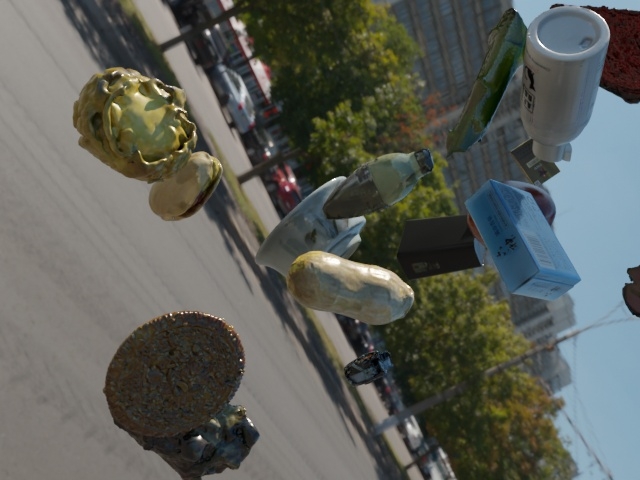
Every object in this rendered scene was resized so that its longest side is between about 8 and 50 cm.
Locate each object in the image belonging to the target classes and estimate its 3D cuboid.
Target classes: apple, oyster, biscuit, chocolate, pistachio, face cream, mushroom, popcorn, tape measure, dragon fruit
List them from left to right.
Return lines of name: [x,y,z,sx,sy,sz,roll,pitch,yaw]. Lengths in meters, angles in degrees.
popcorn: [-0.366,-0.234,1.394,0.250,0.190,0.250,25,54,-40]
biscuit: [-0.293,0.281,1.427,0.038,0.305,0.305,41,-19,54]
oyster: [-0.320,0.411,1.575,0.361,0.221,0.096,42,-7,-9]
pistachio: [-0.327,-0.133,1.625,0.117,0.200,0.145,18,29,-55]
chocolate: [0.064,0.107,1.494,0.309,0.134,0.134,14,29,-27]
tape measure: [0.096,0.258,1.398,0.054,0.094,0.091,64,23,2]
apple: [0.438,-0.055,1.578,0.168,0.181,0.181,39,-13,30]
face cream: [0.476,-0.277,1.390,0.370,0.145,0.145,73,-7,-55]
dragon fruit: [0.716,-0.455,1.626,0.343,0.100,0.282,31,-25,50]
mushroom: [0.830,0.112,1.657,0.188,0.117,0.141,-44,-128,44]

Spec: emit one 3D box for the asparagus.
asparagus: [0.346,-0.312,1.421,0.082,0.343,0.085,17,-8,41]

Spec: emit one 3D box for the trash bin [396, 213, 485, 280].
trash bin: [0.357,0.014,1.999,0.115,0.225,0.165,61,34,-34]

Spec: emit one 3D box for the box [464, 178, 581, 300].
box: [0.398,-0.001,1.365,0.142,0.083,0.232,11,45,-36]

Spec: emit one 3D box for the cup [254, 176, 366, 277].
cup: [0.000,0.000,1.907,0.163,0.347,0.347,46,-3,10]

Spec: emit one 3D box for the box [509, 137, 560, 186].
box: [0.630,-0.231,2.028,0.133,0.090,0.023,55,1,5]

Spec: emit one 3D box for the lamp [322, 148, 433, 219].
lamp: [0.110,-0.109,1.360,0.101,0.250,0.101,52,23,-33]
